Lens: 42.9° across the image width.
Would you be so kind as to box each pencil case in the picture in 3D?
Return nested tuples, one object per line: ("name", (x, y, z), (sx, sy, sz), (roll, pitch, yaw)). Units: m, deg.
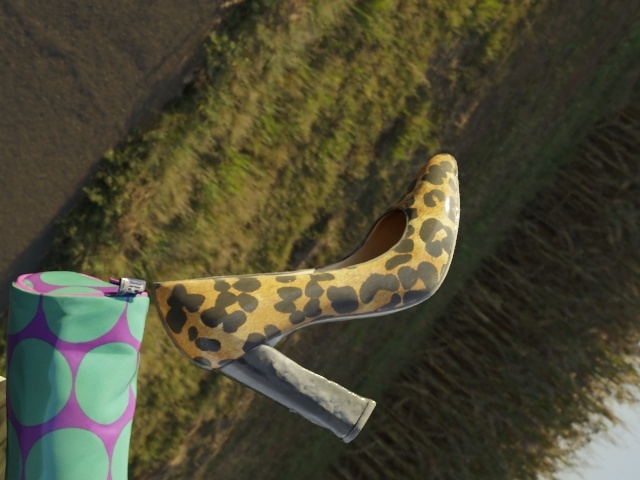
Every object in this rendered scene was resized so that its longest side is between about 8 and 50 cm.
("pencil case", (-0.115, 0.092, 0.391), (0.070, 0.065, 0.151), (4, 88, -42))

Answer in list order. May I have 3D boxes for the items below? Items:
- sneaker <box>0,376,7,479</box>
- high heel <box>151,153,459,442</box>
("sneaker", (-0.341, 0.251, 0.580), (0.411, 0.158, 0.182), (-21, 130, 9))
("high heel", (0.000, 0.000, 0.632), (0.261, 0.186, 0.093), (-62, -167, -21))
